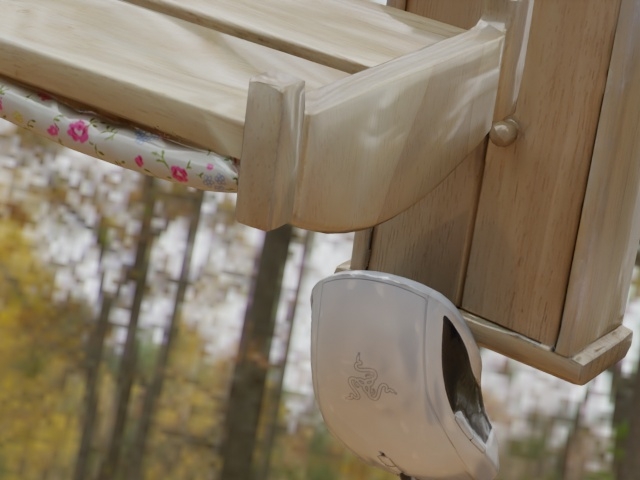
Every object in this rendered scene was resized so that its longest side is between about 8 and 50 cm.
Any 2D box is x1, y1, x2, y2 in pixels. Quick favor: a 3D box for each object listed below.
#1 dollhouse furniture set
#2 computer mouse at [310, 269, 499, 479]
[{"bbox_3d":[0.000,0.000,0.611,0.303,0.174,0.355,21,27,29],"label":"dollhouse furniture set"},{"bbox_3d":[0.034,0.083,0.788,0.106,0.042,0.193,8,-35,25],"label":"computer mouse"}]
